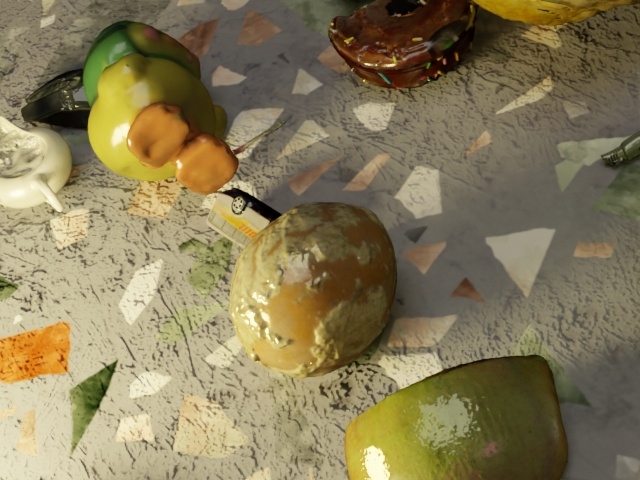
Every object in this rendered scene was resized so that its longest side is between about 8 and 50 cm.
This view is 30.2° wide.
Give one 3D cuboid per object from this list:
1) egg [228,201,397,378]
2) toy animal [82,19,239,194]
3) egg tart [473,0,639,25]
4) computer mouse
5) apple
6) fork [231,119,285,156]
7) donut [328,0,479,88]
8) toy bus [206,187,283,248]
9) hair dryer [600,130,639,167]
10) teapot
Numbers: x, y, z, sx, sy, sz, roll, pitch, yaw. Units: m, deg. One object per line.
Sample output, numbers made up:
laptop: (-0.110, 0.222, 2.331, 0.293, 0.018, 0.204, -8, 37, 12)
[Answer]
egg: (-0.004, 0.058, 1.470, 0.203, 0.203, 0.245, 19, 54, 32)
toy animal: (-0.263, -0.196, 1.786, 0.191, 0.216, 0.338, -45, 42, 17)
egg tart: (0.305, -0.443, 1.728, 0.443, 0.178, 0.443, 10, 42, -9)
computer mouse: (-0.413, -0.239, 1.963, 0.192, 0.062, 0.106, -2, 51, 18)
apple: (0.154, 0.237, 1.316, 0.264, 0.120, 0.193, -22, 58, 5)
fork: (-0.101, -0.155, 1.810, 0.115, 0.012, 0.016, -31, 51, -13)
donut: (0.138, -0.322, 1.802, 0.216, 0.096, 0.230, 18, 60, 29)
toy bus: (-0.083, -0.011, 1.644, 0.172, 0.057, 0.072, 32, 95, 37)
hair dryer: (0.500, -0.190, 1.585, 0.224, 0.088, 0.219, -9, 40, 34)
teapot: (-0.450, -0.107, 1.846, 0.145, 0.092, 0.226, -41, 51, -11)
